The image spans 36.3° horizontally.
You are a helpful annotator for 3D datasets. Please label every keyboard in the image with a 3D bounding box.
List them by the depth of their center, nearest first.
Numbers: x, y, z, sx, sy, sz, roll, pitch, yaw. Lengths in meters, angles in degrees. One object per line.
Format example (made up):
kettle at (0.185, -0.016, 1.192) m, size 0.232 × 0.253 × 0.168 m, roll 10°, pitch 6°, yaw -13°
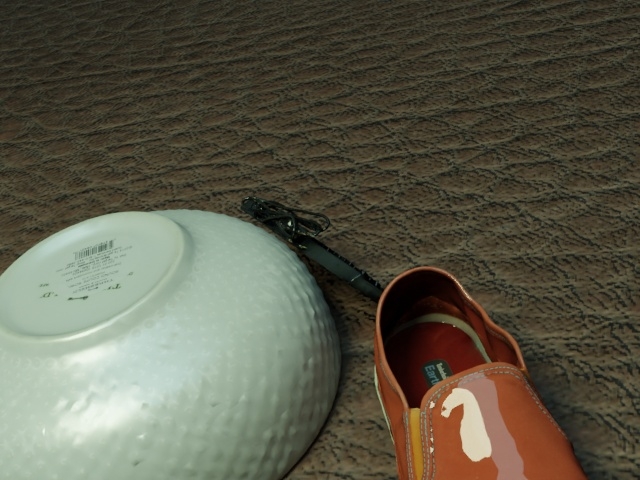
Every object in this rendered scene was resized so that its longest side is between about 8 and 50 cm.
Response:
keyboard at (0.000, 0.000, 0.852) m, size 0.038 × 0.100 × 0.192 m, roll -56°, pitch 41°, yaw -2°

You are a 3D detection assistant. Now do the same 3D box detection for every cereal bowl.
cereal bowl at (-0.162, 0.080, 0.777) m, size 0.338 × 0.141 × 0.339 m, roll -12°, pitch 34°, yaw 9°

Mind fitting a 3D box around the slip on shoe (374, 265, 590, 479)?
slip on shoe at (0.102, 0.131, 0.615) m, size 0.123 × 0.101 × 0.331 m, roll -17°, pitch 34°, yaw -2°
